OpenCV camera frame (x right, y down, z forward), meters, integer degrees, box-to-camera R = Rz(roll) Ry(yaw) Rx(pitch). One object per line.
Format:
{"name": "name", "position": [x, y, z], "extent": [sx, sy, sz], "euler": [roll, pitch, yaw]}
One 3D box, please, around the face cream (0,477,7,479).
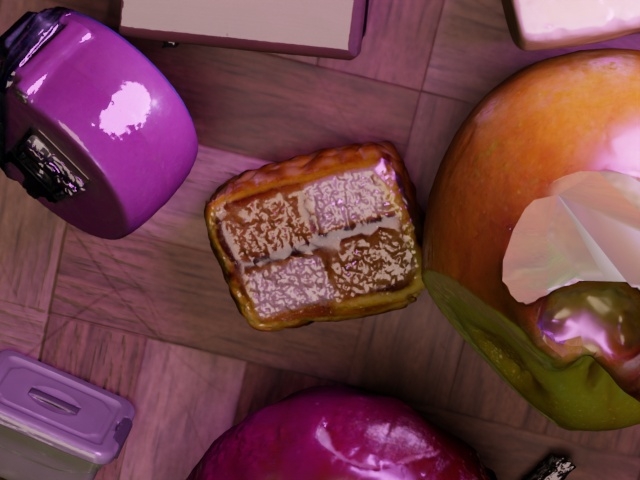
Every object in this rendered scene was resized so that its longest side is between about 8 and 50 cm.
{"name": "face cream", "position": [-0.392, 0.274, 1.795], "extent": [0.273, 0.078, 0.078], "euler": [35, 105, -6]}

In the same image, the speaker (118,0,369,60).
{"name": "speaker", "position": [-0.065, -0.275, 1.583], "extent": [0.230, 0.153, 0.193], "euler": [6, 105, 2]}

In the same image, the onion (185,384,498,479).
{"name": "onion", "position": [-0.002, 0.372, 1.617], "extent": [0.398, 0.420, 0.398], "euler": [6, 112, 16]}

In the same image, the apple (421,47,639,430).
{"name": "apple", "position": [0.271, 0.013, 1.544], "extent": [0.374, 0.374, 0.384], "euler": [2, 105, 3]}

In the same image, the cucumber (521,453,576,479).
{"name": "cucumber", "position": [0.225, 0.280, 1.777], "extent": [0.033, 0.034, 0.135], "euler": [38, 105, -12]}

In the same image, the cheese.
{"name": "cheese", "position": [0.299, -0.252, 1.519], "extent": [0.265, 0.242, 0.124], "euler": [-9, 95, 6]}

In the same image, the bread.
{"name": "bread", "position": [0.000, 0.000, 1.686], "extent": [0.222, 0.096, 0.181], "euler": [-14, 101, 8]}

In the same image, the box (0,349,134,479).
{"name": "box", "position": [-0.298, 0.206, 1.753], "extent": [0.172, 0.124, 0.093], "euler": [24, 116, -1]}

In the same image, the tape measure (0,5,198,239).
{"name": "tape measure", "position": [-0.245, -0.108, 1.606], "extent": [0.231, 0.245, 0.149], "euler": [46, 65, -7]}
